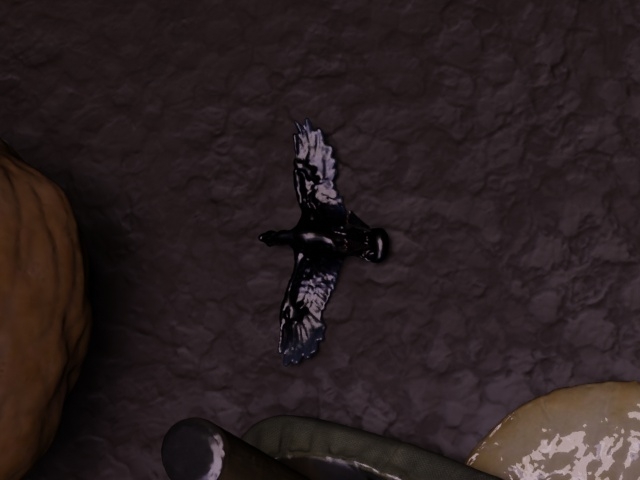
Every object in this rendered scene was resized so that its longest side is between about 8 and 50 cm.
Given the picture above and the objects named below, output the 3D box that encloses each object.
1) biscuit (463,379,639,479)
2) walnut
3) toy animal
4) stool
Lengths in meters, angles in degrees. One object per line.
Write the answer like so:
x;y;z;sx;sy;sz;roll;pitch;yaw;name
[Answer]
0.243;0.209;1.620;0.265;0.040;0.188;-3;77;14;biscuit
-0.343;0.059;1.667;0.306;0.306;0.344;15;91;16;walnut
0.000;0.000;1.714;0.108;0.062;0.220;-4;80;32;toy animal
-0.002;0.304;1.553;0.310;0.226;0.310;15;87;24;stool
